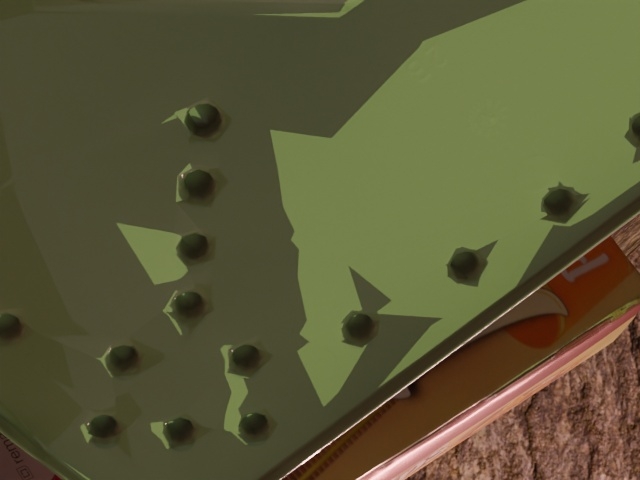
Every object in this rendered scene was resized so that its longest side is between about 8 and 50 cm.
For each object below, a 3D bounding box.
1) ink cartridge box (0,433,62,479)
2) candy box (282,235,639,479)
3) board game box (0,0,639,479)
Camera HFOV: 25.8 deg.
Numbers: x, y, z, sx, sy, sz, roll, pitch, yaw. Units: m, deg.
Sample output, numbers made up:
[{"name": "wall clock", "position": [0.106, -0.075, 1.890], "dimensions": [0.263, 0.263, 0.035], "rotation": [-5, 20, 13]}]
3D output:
[{"name": "ink cartridge box", "position": [-0.317, 0.234, 1.019], "dimensions": [0.306, 0.226, 0.131], "rotation": [-22, 161, -42]}, {"name": "candy box", "position": [-0.025, -0.045, 0.627], "dimensions": [0.183, 0.316, 0.087], "rotation": [-32, 165, -8]}, {"name": "board game box", "position": [-0.029, -0.130, 0.404], "dimensions": [0.390, 0.050, 0.390], "rotation": [-38, 120, 12]}]
